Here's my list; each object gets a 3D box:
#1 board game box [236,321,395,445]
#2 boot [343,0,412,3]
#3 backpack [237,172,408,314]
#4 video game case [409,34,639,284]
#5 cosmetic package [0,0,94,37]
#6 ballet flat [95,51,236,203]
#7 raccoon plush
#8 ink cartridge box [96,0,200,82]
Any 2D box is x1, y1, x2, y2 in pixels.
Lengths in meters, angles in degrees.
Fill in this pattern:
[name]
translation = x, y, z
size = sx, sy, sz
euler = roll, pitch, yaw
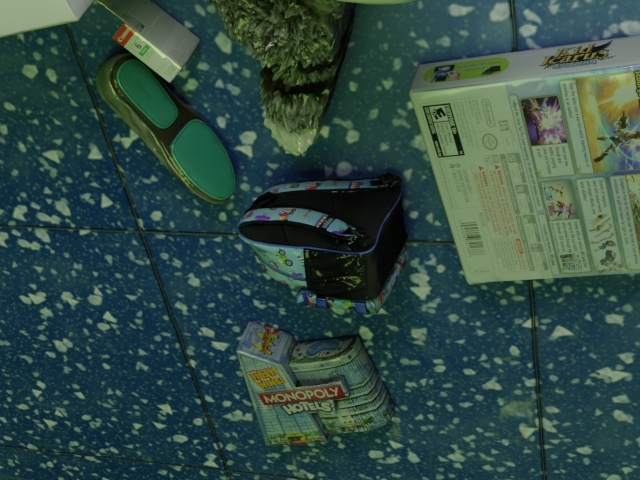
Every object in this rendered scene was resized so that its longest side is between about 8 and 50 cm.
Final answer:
[board game box]
translation = -0.024, 0.193, 1.498
size = 0.194, 0.060, 0.194
euler = -9, 128, 27
[boot]
translation = -0.009, -0.275, 0.758
size = 0.244, 0.088, 0.176
euler = 23, 141, 1
[backpack]
translation = 0.000, 0.000, 1.246
size = 0.173, 0.158, 0.117
euler = 4, 125, 19
[video game case]
translation = 0.247, -0.076, 1.156
size = 0.244, 0.061, 0.269
euler = -3, 130, 24
[cosmetic package]
translation = -0.300, -0.297, 1.034
size = 0.224, 0.224, 0.138
euler = -7, 128, 25
[ballet flat]
translation = -0.177, -0.129, 1.266
size = 0.068, 0.072, 0.213
euler = 3, 138, 55
[raccoon plush]
translation = -0.113, -0.257, 1.008
size = 0.299, 0.216, 0.446
euler = 19, 134, 1
[ink cartridge box]
translation = -0.190, -0.227, 1.171
size = 0.115, 0.063, 0.029
euler = 37, 130, -14
